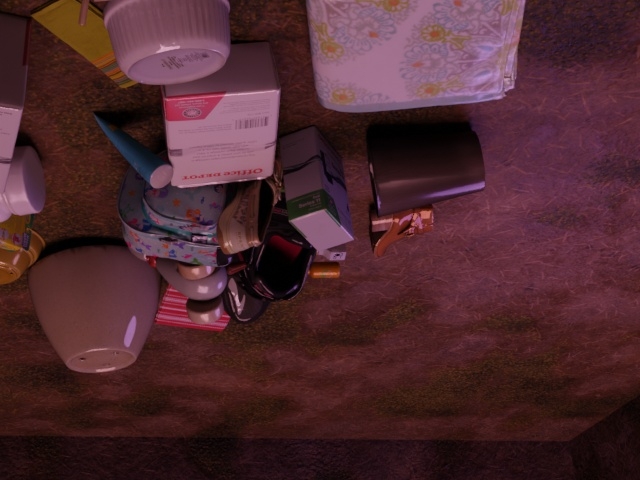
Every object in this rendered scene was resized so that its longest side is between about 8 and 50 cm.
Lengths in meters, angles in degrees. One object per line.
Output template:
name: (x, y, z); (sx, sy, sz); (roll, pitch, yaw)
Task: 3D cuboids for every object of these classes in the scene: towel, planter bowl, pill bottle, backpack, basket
towel: (-0.286, 0.114, 2.409); (0.199, 0.031, 0.275); (10, 125, -26)
towel: (0.168, -0.358, 1.667); (0.374, 0.090, 0.320); (-5, 148, 1)
planter bowl: (-0.761, 0.044, 2.255); (0.217, 0.090, 0.217); (-4, 152, -2)
pill bottle: (-0.708, -0.109, 1.912); (0.283, 0.161, 0.161); (-6, 151, 2)
backpack: (-0.289, -0.074, 1.973); (0.253, 0.225, 0.191); (6, 150, 5)
towel: (-0.385, -0.344, 1.675); (0.102, 0.021, 0.237); (-20, 147, 24)
basket: (0.218, -0.146, 1.995); (0.227, 0.154, 0.204); (-9, 152, 1)

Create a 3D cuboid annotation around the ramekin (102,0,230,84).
ramekin: (-0.243, -0.332, 1.559); (0.207, 0.109, 0.207); (-11, 171, -2)

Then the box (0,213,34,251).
box: (-0.707, -0.046, 2.083); (0.043, 0.105, 0.179); (-17, 150, 37)

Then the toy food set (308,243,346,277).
toy food set: (0.000, 0.000, 2.260); (0.104, 0.111, 0.232); (-2, 153, -6)

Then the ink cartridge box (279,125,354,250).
ink cartridge box: (-0.008, -0.107, 1.968); (0.087, 0.208, 0.153); (-18, 149, 18)

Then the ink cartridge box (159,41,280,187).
ink cartridge box: (-0.191, -0.230, 1.793); (0.207, 0.117, 0.283); (-7, 152, -10)

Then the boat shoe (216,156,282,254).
boat shoe: (-0.121, -0.076, 1.932); (0.089, 0.285, 0.104); (-5, 131, 23)

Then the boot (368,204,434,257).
boot: (0.195, -0.022, 2.295); (0.152, 0.073, 0.197); (-8, 154, -2)

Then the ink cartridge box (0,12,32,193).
ink cartridge box: (-0.581, -0.235, 1.663); (0.114, 0.197, 0.273); (8, 149, -22)

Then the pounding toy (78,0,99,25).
pounding toy: (-0.326, -0.419, 1.434); (0.100, 0.130, 0.141); (-5, 151, 1)

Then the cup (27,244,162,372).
cup: (-0.546, 0.187, 2.360); (0.331, 0.237, 0.331); (-8, 154, -4)

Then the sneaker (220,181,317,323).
sneaker: (-0.135, 0.062, 2.219); (0.185, 0.202, 0.483); (17, 139, -13)

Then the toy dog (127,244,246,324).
toy dog: (-0.294, 0.036, 2.167); (0.161, 0.333, 0.220); (-25, 148, -30)

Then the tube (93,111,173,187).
tube: (-0.363, -0.174, 1.840); (0.052, 0.207, 0.080); (-43, 148, -13)
